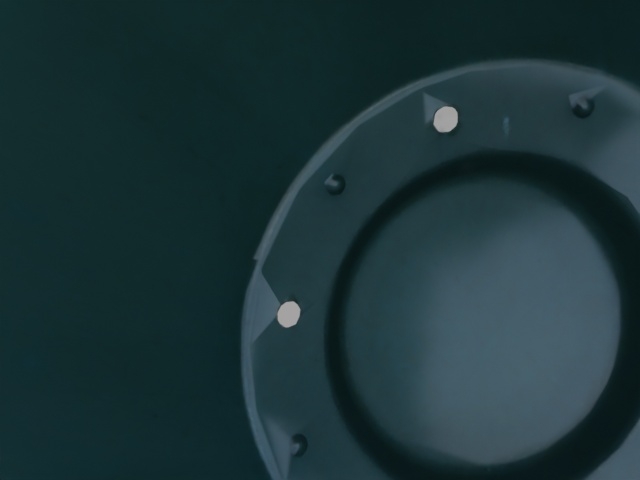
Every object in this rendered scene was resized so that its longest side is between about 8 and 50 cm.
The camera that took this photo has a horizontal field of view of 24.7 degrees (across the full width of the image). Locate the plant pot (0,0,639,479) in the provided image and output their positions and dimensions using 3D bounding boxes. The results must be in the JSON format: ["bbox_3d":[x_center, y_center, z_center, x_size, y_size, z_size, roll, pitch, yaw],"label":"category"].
[{"bbox_3d":[0.000,0.000,0.360,0.293,0.293,0.235,-4,-14,27],"label":"plant pot"}]
